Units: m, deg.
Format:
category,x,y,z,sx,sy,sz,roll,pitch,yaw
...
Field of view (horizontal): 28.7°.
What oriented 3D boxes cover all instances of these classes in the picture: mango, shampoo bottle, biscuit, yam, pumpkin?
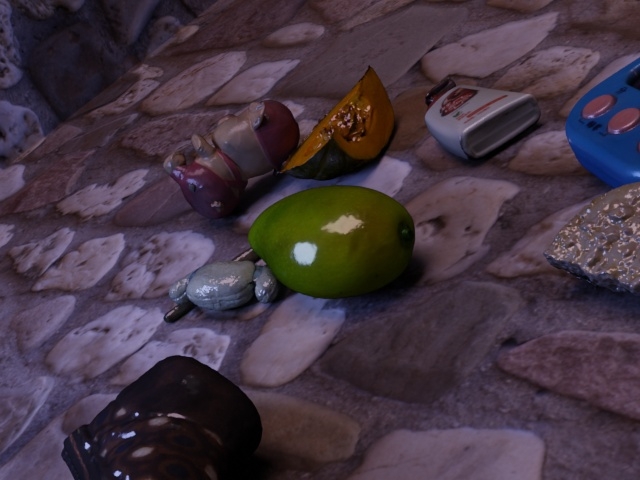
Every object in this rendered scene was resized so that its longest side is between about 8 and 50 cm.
category,x,y,z,sx,sy,sz,roll,pitch,yaw
mango,0.000,0.000,1.916,0.192,0.156,0.343,-34,21,-29
shampoo bottle,0.249,-0.224,2.157,0.153,0.071,0.284,-34,27,-6
biscuit,0.421,0.000,1.525,0.179,0.084,0.281,-53,36,-11
yam,-0.172,0.062,2.122,0.234,0.029,0.027,-37,38,-14
pumpkin,0.032,-0.177,2.288,0.163,0.111,0.278,-30,22,38

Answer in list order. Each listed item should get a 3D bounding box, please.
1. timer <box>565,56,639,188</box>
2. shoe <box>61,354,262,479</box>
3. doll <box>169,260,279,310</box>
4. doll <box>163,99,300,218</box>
category,x,y,z,sx,sy,sz,roll,pitch,yaw
timer,0.520,-0.172,1.732,0.309,0.115,0.340,-33,26,-1
shoe,-0.177,0.278,1.571,0.237,0.171,0.384,-40,19,-11
doll,-0.154,0.070,2.038,0.214,0.072,0.103,-6,36,31
doll,-0.154,-0.160,2.342,0.256,0.152,0.196,-40,-1,1
